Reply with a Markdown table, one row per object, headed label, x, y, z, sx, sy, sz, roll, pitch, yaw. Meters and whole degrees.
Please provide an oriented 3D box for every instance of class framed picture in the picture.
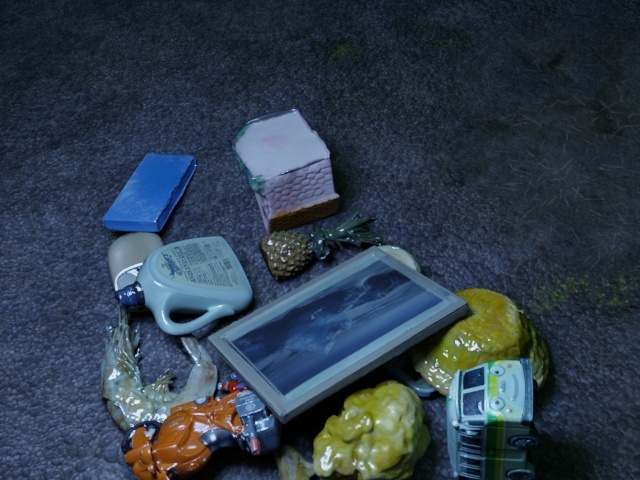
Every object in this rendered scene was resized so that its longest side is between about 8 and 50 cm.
| label | x | y | z | sx | sy | sz | roll | pitch | yaw |
| --- | --- | --- | --- | --- | --- | --- | --- | --- | --- |
| framed picture | 0.028 | 0.170 | 1.667 | 0.446 | 0.028 | 0.326 | -28 | 34 | -22 |

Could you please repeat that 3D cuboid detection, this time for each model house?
| label | x | y | z | sx | sy | sz | roll | pitch | yaw |
| --- | --- | --- | --- | --- | --- | --- | --- | --- | --- |
| model house | -0.089 | -0.151 | 1.991 | 0.202 | 0.237 | 0.237 | -23 | 46 | -12 |

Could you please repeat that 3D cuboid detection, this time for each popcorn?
| label | x | y | z | sx | sy | sz | roll | pitch | yaw |
| --- | --- | --- | --- | --- | --- | --- | --- | --- | --- |
| popcorn | 0.103 | 0.367 | 1.548 | 0.191 | 0.190 | 0.253 | 24 | 51 | 16 |

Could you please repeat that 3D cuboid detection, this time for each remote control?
| label | x | y | z | sx | sy | sz | roll | pitch | yaw |
| --- | --- | --- | --- | --- | --- | --- | --- | --- | --- |
| remote control | 0.166 | 0.244 | 1.740 | 0.087 | 0.047 | 0.244 | -33 | 53 | -25 |

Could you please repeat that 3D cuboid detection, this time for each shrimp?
| label | x | y | z | sx | sy | sz | roll | pitch | yaw |
| --- | --- | --- | --- | --- | --- | --- | --- | --- | --- |
| shrimp | -0.357 | 0.271 | 1.754 | 0.247 | 0.085 | 0.360 | -19 | 56 | -16 |

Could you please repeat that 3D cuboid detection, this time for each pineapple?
| label | x | y | z | sx | sy | sz | roll | pitch | yaw |
| --- | --- | --- | --- | --- | --- | --- | --- | --- | --- |
| pineapple | 0.000 | 0.000 | 1.917 | 0.277 | 0.130 | 0.119 | -21 | 86 | -11 |

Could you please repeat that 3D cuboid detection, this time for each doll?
| label | x | y | z | sx | sy | sz | roll | pitch | yaw |
| --- | --- | --- | --- | --- | --- | --- | --- | --- | --- |
| doll | -0.108 | 0.316 | 1.686 | 0.228 | 0.075 | 0.102 | -5 | 62 | 15 |

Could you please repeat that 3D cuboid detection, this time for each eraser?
| label | x | y | z | sx | sy | sz | roll | pitch | yaw |
| --- | --- | --- | --- | --- | --- | --- | --- | --- | --- |
| eraser | -0.429 | -0.126 | 2.089 | 0.144 | 0.042 | 0.312 | 3 | 37 | 10 |

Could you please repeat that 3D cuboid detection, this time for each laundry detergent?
| label | x | y | z | sx | sy | sz | roll | pitch | yaw |
| --- | --- | --- | --- | --- | --- | --- | --- | --- | --- |
| laundry detergent | -0.311 | 0.107 | 1.819 | 0.281 | 0.105 | 0.215 | -18 | 64 | -32 |

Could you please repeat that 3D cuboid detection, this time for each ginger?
| label | x | y | z | sx | sy | sz | roll | pitch | yaw |
| --- | --- | --- | --- | --- | --- | --- | --- | --- | --- |
| ginger | -0.069 | 0.510 | 1.517 | 0.131 | 0.086 | 0.294 | -15 | 39 | 13 |

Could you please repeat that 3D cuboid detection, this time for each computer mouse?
| label | x | y | z | sx | sy | sz | roll | pitch | yaw |
| --- | --- | --- | --- | --- | --- | --- | --- | --- | --- |
| computer mouse | -0.426 | 0.065 | 1.937 | 0.145 | 0.082 | 0.236 | -16 | 48 | -9 |

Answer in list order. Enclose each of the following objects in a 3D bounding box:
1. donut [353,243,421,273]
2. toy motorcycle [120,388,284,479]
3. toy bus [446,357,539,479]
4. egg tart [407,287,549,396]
| label | x | y | z | sx | sy | sz | roll | pitch | yaw |
| --- | --- | --- | --- | --- | --- | --- | --- | --- | --- |
| donut | 0.145 | 0.086 | 1.867 | 0.175 | 0.068 | 0.174 | -5 | 48 | 5 |
| toy motorcycle | -0.224 | 0.389 | 1.560 | 0.326 | 0.147 | 0.221 | -18 | 35 | -3 |
| toy bus | 0.312 | 0.336 | 1.495 | 0.165 | 0.276 | 0.133 | 0 | 48 | 11 |
| egg tart | 0.325 | 0.197 | 1.681 | 0.319 | 0.128 | 0.319 | 3 | 39 | -3 |
